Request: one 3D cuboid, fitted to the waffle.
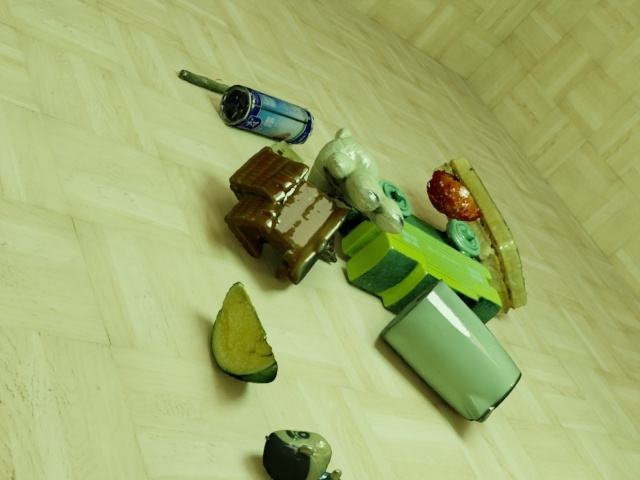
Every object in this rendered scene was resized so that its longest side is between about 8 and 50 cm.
[{"bbox_3d":[0.414,-0.010,2.319,0.376,0.114,0.261,-109,178,-47],"label":"waffle"}]

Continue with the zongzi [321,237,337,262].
[{"bbox_3d":[0.000,0.000,1.840,0.067,0.073,0.083,23,70,-40],"label":"zongzi"}]

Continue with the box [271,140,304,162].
[{"bbox_3d":[-0.088,-0.187,2.041,0.073,0.020,0.149,45,23,0],"label":"box"}]

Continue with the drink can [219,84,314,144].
[{"bbox_3d":[-0.121,-0.290,2.069,0.235,0.097,0.097,9,41,-53],"label":"drink can"}]

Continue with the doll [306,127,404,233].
[{"bbox_3d":[0.062,-0.096,1.702,0.278,0.149,0.175,-124,-162,-63],"label":"doll"}]

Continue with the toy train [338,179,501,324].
[{"bbox_3d":[0.215,0.047,1.958,0.442,0.179,0.272,27,36,-34],"label":"toy train"}]

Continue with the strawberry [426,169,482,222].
[{"bbox_3d":[0.285,-0.092,1.979,0.121,0.082,0.188,51,-2,-20],"label":"strawberry"}]

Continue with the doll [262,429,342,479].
[{"bbox_3d":[-0.007,0.319,1.234,0.179,0.102,0.089,37,63,-16],"label":"doll"}]

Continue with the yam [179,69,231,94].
[{"bbox_3d":[-0.238,-0.359,2.081,0.234,0.027,0.029,14,47,-50],"label":"yam"}]

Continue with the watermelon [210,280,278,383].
[{"bbox_3d":[-0.107,0.160,1.338,0.075,0.092,0.181,41,11,-43],"label":"watermelon"}]

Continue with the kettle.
[{"bbox_3d":[0.274,0.208,1.755,0.255,0.165,0.240,45,35,4],"label":"kettle"}]

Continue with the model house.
[{"bbox_3d":[-0.078,-0.049,1.655,0.229,0.219,0.199,40,64,5],"label":"model house"}]
